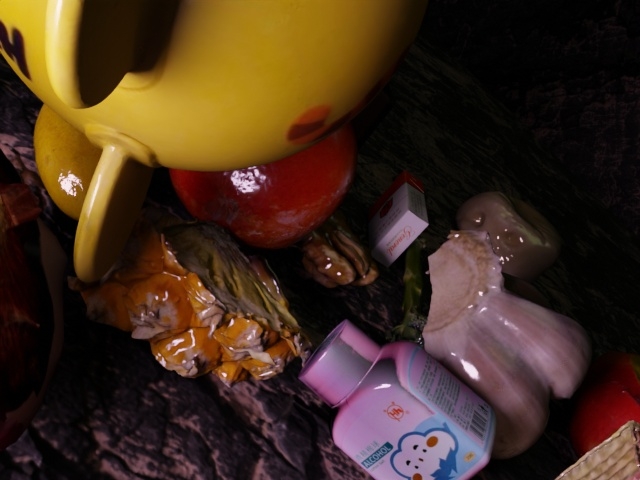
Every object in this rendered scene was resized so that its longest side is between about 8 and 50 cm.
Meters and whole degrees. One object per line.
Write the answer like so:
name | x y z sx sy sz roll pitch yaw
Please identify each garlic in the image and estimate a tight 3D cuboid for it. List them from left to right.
garlic | 0.215 0.140 0.929 0.292 0.210 0.237 53 -6 -29

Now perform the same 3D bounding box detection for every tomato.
tomato | -0.077 -0.073 0.839 0.200 0.233 0.139 41 38 -7

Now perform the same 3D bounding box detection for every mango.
mango | -0.238 -0.095 0.796 0.137 0.098 0.195 26 33 -36

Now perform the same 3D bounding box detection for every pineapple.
pineapple | -0.118 0.053 0.730 0.236 0.114 0.186 37 23 -30

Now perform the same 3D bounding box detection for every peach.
peach | 0.431 0.262 1.048 0.154 0.159 0.267 34 26 -38

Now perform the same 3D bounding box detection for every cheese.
cheese | 0.377 -0.014 1.477 0.218 0.117 0.235 32 23 -13

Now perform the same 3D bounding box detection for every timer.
timer | -0.100 -0.187 0.522 0.376 0.376 0.386 31 61 -19

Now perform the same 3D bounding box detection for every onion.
onion | -0.285 0.021 0.467 0.272 0.195 0.272 -21 90 -90

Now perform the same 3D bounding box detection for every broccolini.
broccolini | 0.130 0.077 1.036 0.079 0.074 0.392 41 26 -15

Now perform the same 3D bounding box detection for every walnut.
walnut | 0.000 0.000 0.996 0.143 0.069 0.170 4 45 -53

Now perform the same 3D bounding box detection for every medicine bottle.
medicine bottle | 0.072 0.171 0.756 0.188 0.119 0.094 40 29 -1

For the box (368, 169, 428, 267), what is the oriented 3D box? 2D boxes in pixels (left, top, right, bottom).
box | 0.122 -0.037 1.184 0.048 0.100 0.152 37 26 -14

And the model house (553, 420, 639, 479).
model house | 0.312 0.323 0.753 0.160 0.196 0.254 31 25 -19

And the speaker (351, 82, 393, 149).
speaker | -0.031 -0.189 1.069 0.193 0.231 0.153 33 26 -16
